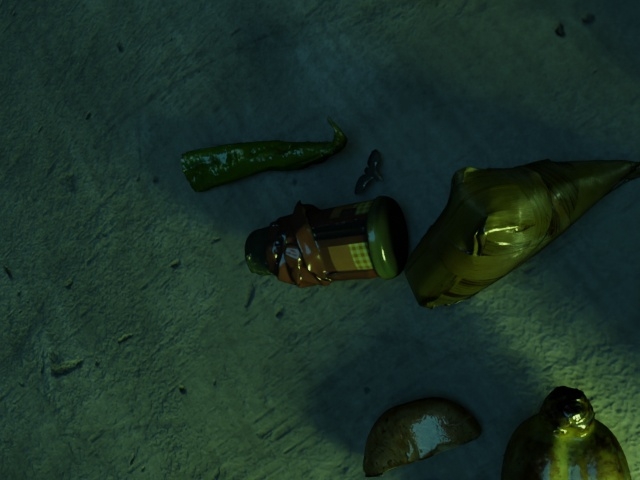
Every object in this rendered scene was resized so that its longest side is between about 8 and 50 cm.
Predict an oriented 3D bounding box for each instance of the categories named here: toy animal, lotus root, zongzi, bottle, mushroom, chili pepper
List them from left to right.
[{"bbox_3d":[-0.103,-0.154,1.065,0.359,0.076,0.084,-9,112,30],"label":"chili pepper"},{"bbox_3d":[0.000,0.000,0.976,0.271,0.156,0.143,-6,119,27],"label":"bottle"},{"bbox_3d":[0.089,-0.109,0.990,0.050,0.028,0.084,27,98,26],"label":"toy animal"},{"bbox_3d":[0.142,0.305,0.930,0.210,0.072,0.094,-25,69,25],"label":"mushroom"},{"bbox_3d":[0.286,-0.013,0.866,0.260,0.289,0.123,111,141,-53],"label":"zongzi"},{"bbox_3d":[0.332,0.347,0.787,0.173,0.173,0.309,1,90,27],"label":"lotus root"}]
